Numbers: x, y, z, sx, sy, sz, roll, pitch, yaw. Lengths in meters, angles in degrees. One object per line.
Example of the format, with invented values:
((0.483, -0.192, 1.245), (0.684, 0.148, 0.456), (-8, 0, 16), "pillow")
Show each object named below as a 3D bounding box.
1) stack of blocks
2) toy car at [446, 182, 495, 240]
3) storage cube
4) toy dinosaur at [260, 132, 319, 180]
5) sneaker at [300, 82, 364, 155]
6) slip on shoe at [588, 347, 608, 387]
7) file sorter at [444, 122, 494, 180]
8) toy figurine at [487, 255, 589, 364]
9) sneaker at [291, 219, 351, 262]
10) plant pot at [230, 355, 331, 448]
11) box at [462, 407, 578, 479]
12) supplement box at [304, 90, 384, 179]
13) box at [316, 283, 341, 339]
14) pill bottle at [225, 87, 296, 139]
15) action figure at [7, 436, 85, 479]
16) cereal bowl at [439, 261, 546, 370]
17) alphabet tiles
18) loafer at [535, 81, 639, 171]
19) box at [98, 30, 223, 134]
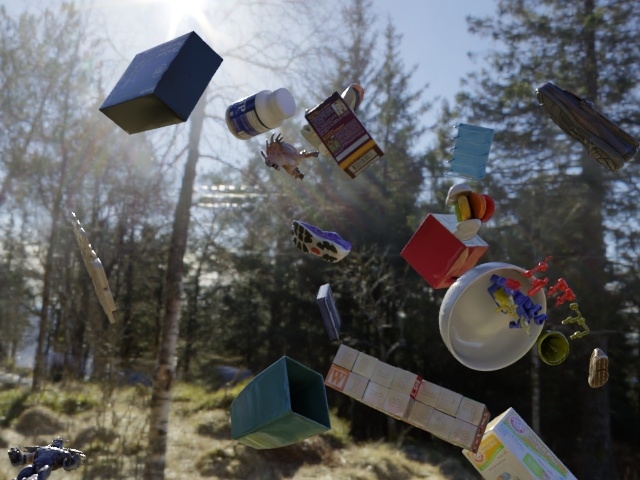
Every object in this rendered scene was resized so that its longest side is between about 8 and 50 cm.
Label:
((0.176, 0.317, 1.239), (0.297, 0.087, 0.171), (18, -14, 26), "stack of blocks")
((0.473, -0.093, 1.928), (0.136, 0.159, 0.182), (-13, -15, 3), "toy car")
((0.442, 0.036, 2.197), (0.184, 0.193, 0.215), (1, 38, -49), "storage cube")
((-0.139, -0.315, 2.255), (0.201, 0.127, 0.296), (22, 5, -21), "toy dinosaur")
((0.021, -0.343, 1.701), (0.121, 0.099, 0.262), (33, -40, -5), "sneaker")
((0.794, 0.367, 1.777), (0.052, 0.135, 0.041), (-12, 36, 5), "slip on shoe")
((0.491, -0.293, 2.056), (0.118, 0.170, 0.104), (17, 20, 24), "file sorter")
((0.619, 0.185, 1.870), (0.362, 0.191, 0.217), (50, -9, -29), "toy figurine")
((0.000, 0.000, 1.475), (0.170, 0.068, 0.071), (29, 36, 30), "sneaker")
((-0.122, 0.457, 1.667), (0.234, 0.165, 0.166), (-34, -47, 23), "plant pot")
((0.420, 0.477, 1.306), (0.114, 0.203, 0.103), (-21, -26, -50), "box")
((0.058, -0.258, 1.517), (0.104, 0.188, 0.081), (-37, -27, 10), "supplement box")
((0.028, 0.227, 1.968), (0.037, 0.136, 0.225), (-18, 6, 5), "box")
((-0.166, -0.359, 1.740), (0.187, 0.111, 0.112), (-14, -15, 34), "pill bottle")
((-0.699, 0.569, 1.535), (0.186, 0.099, 0.285), (-5, 14, 3), "action figure")
((0.512, 0.219, 1.907), (0.339, 0.338, 0.141), (5, 15, -17), "cereal bowl")
((-0.602, 0.073, 1.648), (0.021, 0.277, 0.284), (-21, 31, -24), "alphabet tiles")
((0.699, -0.313, 1.627), (0.095, 0.302, 0.109), (-40, -15, 1), "loafer")
((-0.367, -0.353, 1.414), (0.261, 0.184, 0.103), (1, -29, 46), "box")
